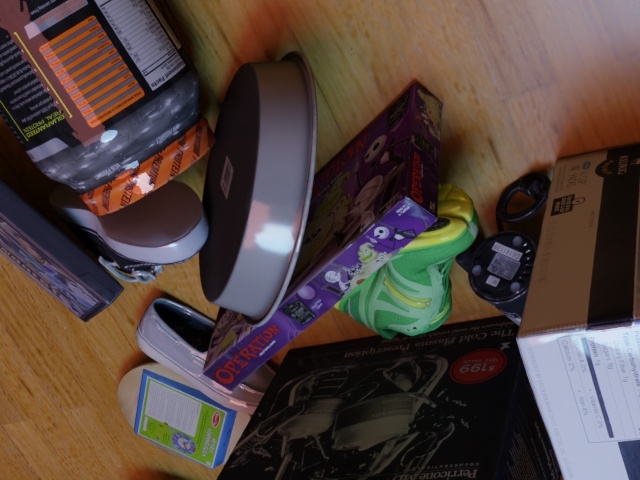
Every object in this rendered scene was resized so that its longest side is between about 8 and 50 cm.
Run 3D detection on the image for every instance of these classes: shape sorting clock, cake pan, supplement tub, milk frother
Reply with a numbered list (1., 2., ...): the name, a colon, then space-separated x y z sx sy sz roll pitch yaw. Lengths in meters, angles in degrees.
1. shape sorting clock: -0.188 0.244 1.460 0.206 0.040 0.206 13 131 16
2. cake pan: -0.073 -0.057 1.087 0.054 0.293 0.293 9 127 -17
3. supplement tub: -0.268 -0.209 1.107 0.207 0.207 0.338 -21 109 29
4. milk frother: 0.238 0.019 1.146 0.143 0.129 0.135 -47 137 7

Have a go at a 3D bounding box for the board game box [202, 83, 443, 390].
1. board game box: 0.000 0.000 1.143 0.056 0.208 0.347 37 125 -16

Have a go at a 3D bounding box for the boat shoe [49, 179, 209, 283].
1. boat shoe: -0.217 -0.005 1.219 0.306 0.113 0.105 11 134 47

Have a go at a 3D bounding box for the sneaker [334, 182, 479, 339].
1. sneaker: 0.110 0.031 1.145 0.123 0.109 0.295 42 153 0

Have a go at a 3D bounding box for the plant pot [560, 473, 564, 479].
1. plant pot: 0.244 0.373 1.289 0.205 0.188 0.205 8 130 10

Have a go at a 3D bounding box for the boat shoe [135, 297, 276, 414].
1. boat shoe: -0.137 0.149 1.361 0.227 0.079 0.081 28 130 5

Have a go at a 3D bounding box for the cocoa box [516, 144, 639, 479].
1. cocoa box: 0.344 0.071 0.980 0.228 0.347 0.231 -12 115 25

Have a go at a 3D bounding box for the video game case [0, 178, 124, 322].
1. video game case: -0.375 -0.005 1.294 0.275 0.035 0.248 42 160 -8

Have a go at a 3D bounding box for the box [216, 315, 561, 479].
1. box: 0.090 0.261 1.208 0.343 0.312 0.179 -12 115 25
